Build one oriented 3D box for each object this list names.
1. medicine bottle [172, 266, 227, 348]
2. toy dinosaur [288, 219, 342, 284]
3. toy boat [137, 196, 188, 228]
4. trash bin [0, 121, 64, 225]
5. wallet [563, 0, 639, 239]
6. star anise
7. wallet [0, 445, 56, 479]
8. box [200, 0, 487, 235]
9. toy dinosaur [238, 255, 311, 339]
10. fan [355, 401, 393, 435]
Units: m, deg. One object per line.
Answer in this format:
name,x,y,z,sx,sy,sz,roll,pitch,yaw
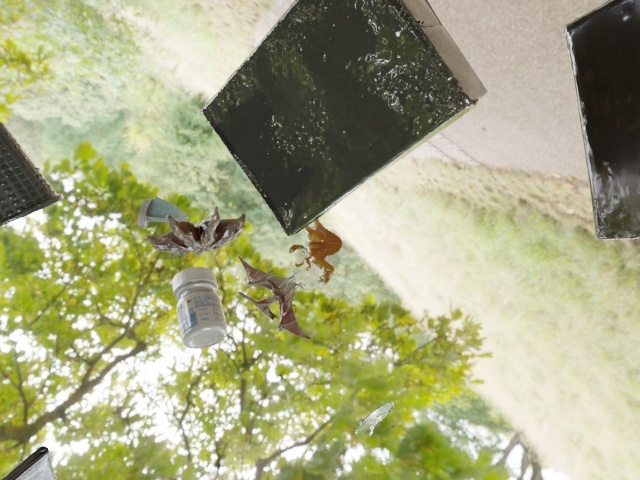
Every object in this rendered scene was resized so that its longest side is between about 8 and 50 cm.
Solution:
medicine bottle,-0.279,0.155,1.117,0.105,0.105,0.168,35,-153,-52
toy dinosaur,-0.001,0.001,1.163,0.142,0.212,0.057,14,149,26
toy boat,-0.375,-0.068,1.181,0.122,0.096,0.034,2,145,2
trash bin,-0.559,-0.107,0.816,0.175,0.175,0.161,15,131,63
wallet,0.399,-0.156,0.610,0.042,0.310,0.165,-8,179,-22
star anise,-0.162,-0.007,0.669,0.141,0.042,0.141,-17,169,-4
wallet,-0.653,0.541,0.991,0.036,0.222,0.167,31,133,15
box,0.038,-0.217,0.738,0.251,0.345,0.204,54,-145,-4
toy dinosaur,-0.084,0.102,0.920,0.220,0.108,0.032,48,180,22
fan,0.126,0.435,1.153,0.005,0.113,0.175,50,154,32
